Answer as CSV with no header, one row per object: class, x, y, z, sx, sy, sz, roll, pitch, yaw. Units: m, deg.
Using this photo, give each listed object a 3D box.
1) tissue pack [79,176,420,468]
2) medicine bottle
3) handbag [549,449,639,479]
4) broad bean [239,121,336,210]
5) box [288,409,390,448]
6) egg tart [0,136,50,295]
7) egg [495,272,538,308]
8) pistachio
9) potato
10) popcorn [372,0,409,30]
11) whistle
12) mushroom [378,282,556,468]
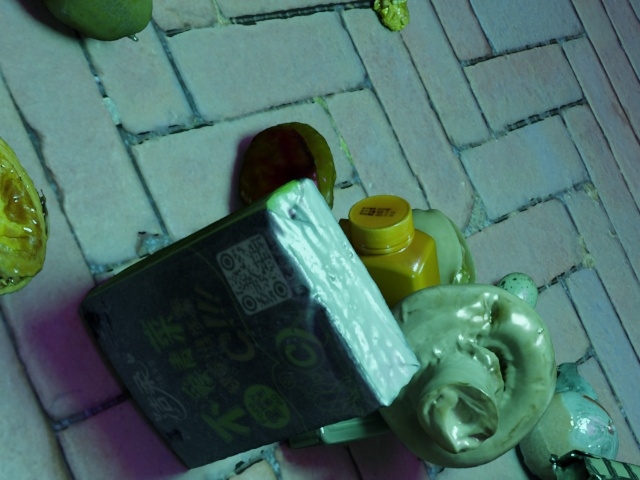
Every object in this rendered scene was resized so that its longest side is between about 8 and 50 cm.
tissue pack,-0.102,0.120,1.521,0.288,0.394,0.124,58,41,-7
medicine bottle,0.111,0.044,1.923,0.112,0.149,0.222,-57,145,-47
handbag,0.492,0.539,2.039,0.327,0.162,0.325,19,86,-40
broad bean,-0.052,-0.096,1.915,0.122,0.156,0.228,83,8,-47
box,0.014,0.255,1.809,0.172,0.093,0.124,1,68,-48
egg tart,-0.460,-0.050,1.455,0.297,0.132,0.297,42,29,-30
egg,0.376,0.113,2.286,0.085,0.085,0.110,36,49,-28
pistachio,0.191,0.029,2.073,0.144,0.144,0.215,21,27,-39
potato,-0.341,-0.398,1.746,0.174,0.159,0.251,-42,111,-26
popcorn,0.155,-0.469,2.381,0.084,0.084,0.084,25,52,-37
whistle,0.478,0.332,2.222,0.189,0.189,0.348,53,29,-11
mushroom,0.217,0.207,1.732,0.292,0.292,0.290,54,3,-10
